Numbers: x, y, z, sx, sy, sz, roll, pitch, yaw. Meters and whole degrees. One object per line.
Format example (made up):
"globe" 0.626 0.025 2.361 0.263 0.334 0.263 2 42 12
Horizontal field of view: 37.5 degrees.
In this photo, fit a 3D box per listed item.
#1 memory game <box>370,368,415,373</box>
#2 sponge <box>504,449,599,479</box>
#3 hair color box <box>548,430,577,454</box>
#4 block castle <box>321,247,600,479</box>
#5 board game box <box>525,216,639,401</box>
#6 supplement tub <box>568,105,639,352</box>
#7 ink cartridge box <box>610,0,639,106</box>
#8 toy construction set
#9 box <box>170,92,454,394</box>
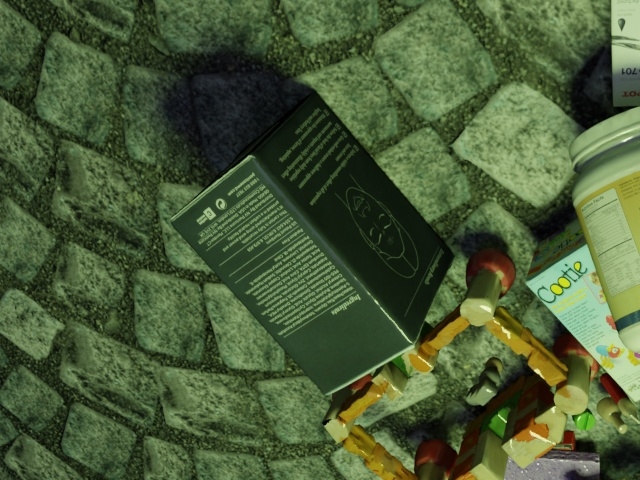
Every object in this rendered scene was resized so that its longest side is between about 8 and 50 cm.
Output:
"memory game" 0.099 0.217 1.838 0.186 0.012 0.186 9 120 17
"sponge" 0.417 0.446 1.775 0.210 0.031 0.117 0 117 19
"hair color box" 0.455 0.432 1.798 0.072 0.043 0.141 -5 116 23
"block castle" 0.249 0.256 1.679 0.303 0.213 0.453 42 120 -3
"board game box" 0.488 0.099 1.544 0.275 0.142 0.144 47 124 -8
"supplement tub" 0.495 -0.019 1.344 0.228 0.228 0.316 -23 72 30
"ink cartridge box" 0.494 -0.296 1.364 0.140 0.082 0.190 0 116 21
"toy construction set" 0.547 0.406 1.582 0.257 0.237 0.309 -24 110 5
"box" 0.000 0.000 1.590 0.212 0.293 0.395 -36 100 33
